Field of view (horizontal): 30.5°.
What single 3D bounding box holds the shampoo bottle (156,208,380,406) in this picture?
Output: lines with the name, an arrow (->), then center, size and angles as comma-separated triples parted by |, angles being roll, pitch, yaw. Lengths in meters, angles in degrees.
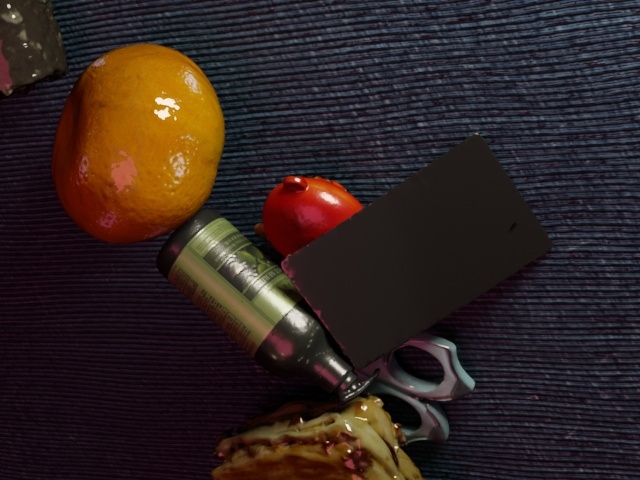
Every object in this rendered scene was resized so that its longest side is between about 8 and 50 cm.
shampoo bottle -> -0.060, 0.086, 1.369 | 0.284, 0.101, 0.101 | 41, 127, 10

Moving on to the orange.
orange -> -0.204, -0.106, 1.336 | 0.171, 0.240, 0.240 | 11, 133, -30

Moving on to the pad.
pad -> 0.106, 0.016, 1.302 | 0.265, 0.009, 0.159 | -33, 102, 10

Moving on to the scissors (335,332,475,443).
scissors -> 0.008, 0.136, 1.441 | 0.360, 0.029, 0.191 | 23, 132, 3

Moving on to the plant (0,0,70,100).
plant -> -0.408, -0.294, 1.375 | 0.149, 0.146, 0.274 | -22, 104, 13

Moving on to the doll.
doll -> 0.000, 0.000, 1.372 | 0.183, 0.085, 0.217 | -6, 130, 33

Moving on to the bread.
bread -> 0.037, 0.342, 1.484 | 0.277, 0.167, 0.324 | -19, 103, 41
